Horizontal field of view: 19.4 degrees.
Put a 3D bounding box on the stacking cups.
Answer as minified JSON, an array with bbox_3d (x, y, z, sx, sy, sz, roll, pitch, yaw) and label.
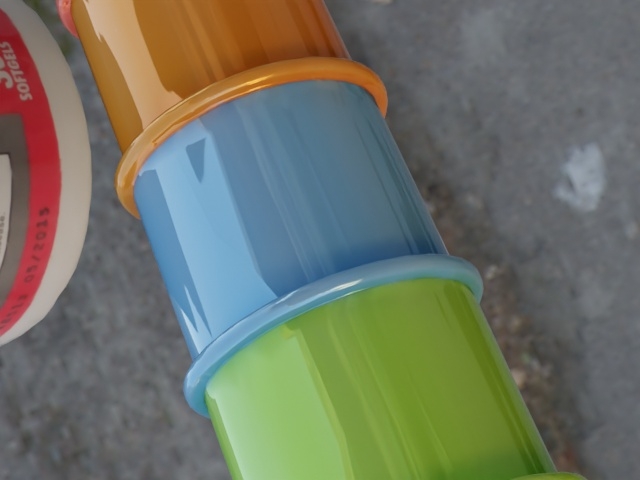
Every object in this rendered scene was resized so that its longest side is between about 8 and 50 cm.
[{"bbox_3d":[0.000,0.000,0.505,0.096,0.096,0.316,120,135,-56],"label":"stacking cups"}]

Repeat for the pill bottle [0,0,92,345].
[{"bbox_3d":[-0.257,-0.021,0.726,0.176,0.319,0.176,6,99,38],"label":"pill bottle"}]
